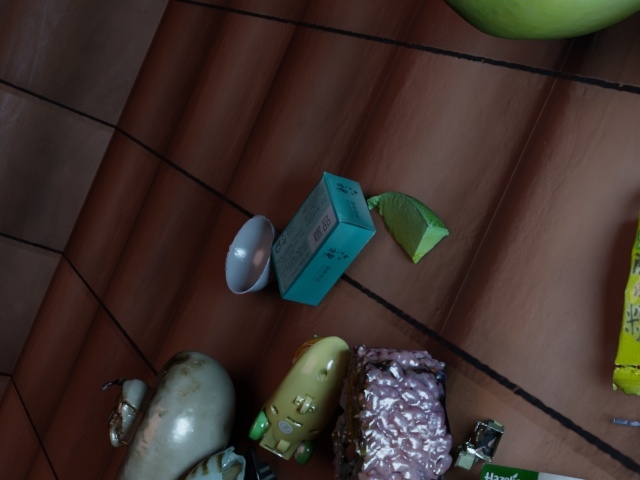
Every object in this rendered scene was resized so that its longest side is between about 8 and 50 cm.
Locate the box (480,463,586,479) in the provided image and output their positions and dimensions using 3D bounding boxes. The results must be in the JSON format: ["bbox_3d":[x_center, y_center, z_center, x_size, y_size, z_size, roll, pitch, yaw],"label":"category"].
[{"bbox_3d":[0.308,0.392,1.263,0.199,0.081,0.135,-7,67,52],"label":"box"}]

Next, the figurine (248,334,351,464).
[{"bbox_3d":[-0.019,0.278,1.715,0.222,0.124,0.324,-59,-2,-47],"label":"figurine"}]

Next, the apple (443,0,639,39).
[{"bbox_3d":[0.353,-0.518,1.376,0.474,0.474,0.473,-31,48,43],"label":"apple"}]

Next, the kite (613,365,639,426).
[{"bbox_3d":[0.471,0.182,1.203,0.160,0.010,0.182,6,75,52],"label":"kite"}]

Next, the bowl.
[{"bbox_3d":[-0.132,0.043,2.081,0.189,0.086,0.189,-30,49,42],"label":"bowl"}]

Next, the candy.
[{"bbox_3d":[0.479,0.061,1.191,0.187,0.081,0.297,-5,66,51],"label":"candy"}]

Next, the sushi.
[{"bbox_3d":[0.115,0.302,1.496,0.236,0.171,0.270,117,159,-66],"label":"sushi"}]

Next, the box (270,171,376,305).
[{"bbox_3d":[0.000,0.000,1.887,0.245,0.092,0.153,-53,37,35],"label":"box"}]

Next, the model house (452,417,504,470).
[{"bbox_3d":[0.245,0.317,1.413,0.058,0.057,0.083,-12,-57,-83],"label":"model house"}]

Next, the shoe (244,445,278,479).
[{"bbox_3d":[-0.110,0.503,1.837,0.071,0.049,0.179,-46,54,56],"label":"shoe"}]

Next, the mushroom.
[{"bbox_3d":[-0.347,0.401,1.970,0.362,0.295,0.362,-62,8,16],"label":"mushroom"}]

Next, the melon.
[{"bbox_3d":[0.161,-0.036,1.758,0.262,0.053,0.113,-139,55,-59],"label":"melon"}]

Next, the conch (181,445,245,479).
[{"bbox_3d":[-0.206,0.588,1.744,0.368,0.197,0.249,-111,8,-46],"label":"conch"}]
